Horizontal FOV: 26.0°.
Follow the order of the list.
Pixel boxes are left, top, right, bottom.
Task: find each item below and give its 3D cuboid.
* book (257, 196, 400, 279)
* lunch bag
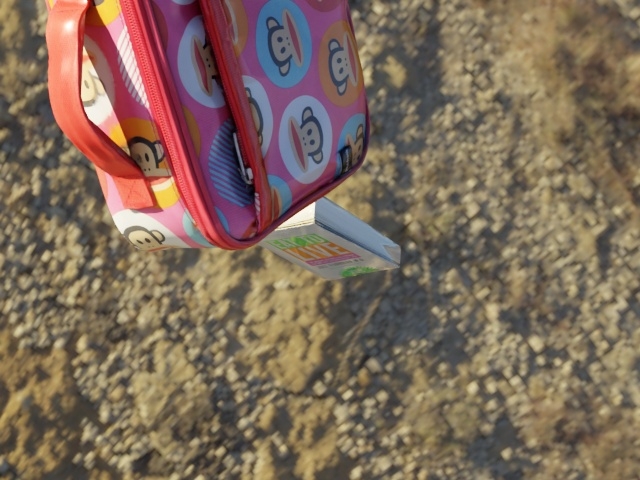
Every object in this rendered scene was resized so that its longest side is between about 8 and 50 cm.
[{"bbox_3d":[0.000,0.000,1.380,0.144,0.096,0.035,28,58,-46],"label":"book"},{"bbox_3d":[-0.090,-0.144,0.963,0.258,0.120,0.293,-37,117,-48],"label":"lunch bag"}]
